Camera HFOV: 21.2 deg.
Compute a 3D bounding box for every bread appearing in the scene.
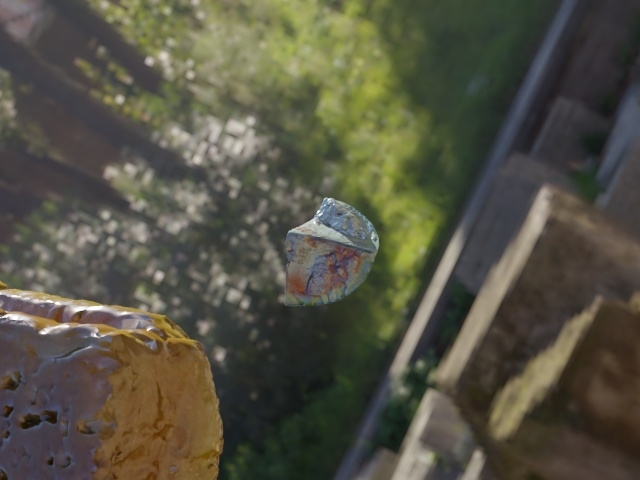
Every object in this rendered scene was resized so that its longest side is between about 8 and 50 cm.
[{"bbox_3d":[-0.152,0.078,0.696,0.077,0.271,0.139,8,-89,-49],"label":"bread"}]

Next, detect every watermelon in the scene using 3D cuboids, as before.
[{"bbox_3d":[0.000,0.000,1.175,0.085,0.061,0.085,-24,51,34],"label":"watermelon"}]
